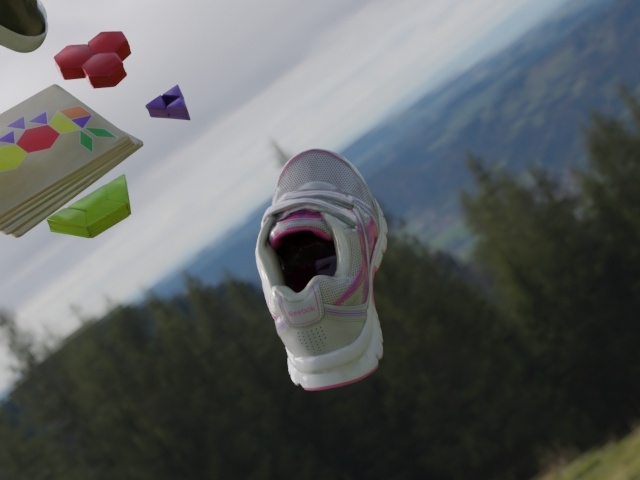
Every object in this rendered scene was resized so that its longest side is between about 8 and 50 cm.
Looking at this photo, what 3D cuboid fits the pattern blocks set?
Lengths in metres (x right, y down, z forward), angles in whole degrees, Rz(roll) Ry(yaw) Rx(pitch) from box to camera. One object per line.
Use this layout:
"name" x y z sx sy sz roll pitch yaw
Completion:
"pattern blocks set" -0.281 -0.081 1.747 0.325 0.285 0.026 -27 -46 -19

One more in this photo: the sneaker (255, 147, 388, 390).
"sneaker" 0.000 0.000 1.519 0.103 0.111 0.252 -15 43 8

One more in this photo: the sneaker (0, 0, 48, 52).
"sneaker" -0.284 -0.262 1.589 0.147 0.105 0.296 -54 -15 5
